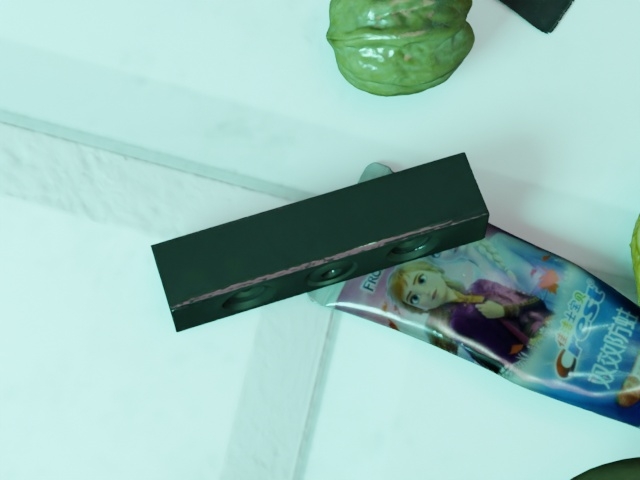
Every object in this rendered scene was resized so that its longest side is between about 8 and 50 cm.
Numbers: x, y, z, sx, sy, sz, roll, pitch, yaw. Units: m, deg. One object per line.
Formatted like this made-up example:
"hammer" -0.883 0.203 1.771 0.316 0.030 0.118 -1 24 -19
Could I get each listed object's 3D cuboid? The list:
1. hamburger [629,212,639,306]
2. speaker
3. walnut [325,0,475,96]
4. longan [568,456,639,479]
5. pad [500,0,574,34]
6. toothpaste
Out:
"hamburger" 0.285 0.026 0.967 0.213 0.108 0.214 10 47 -11
"speaker" 0.000 0.000 0.971 0.191 0.040 0.046 -17 68 -5
"walnut" 0.048 -0.129 1.004 0.092 0.092 0.092 2 77 -9
"longan" 0.206 0.216 0.893 0.196 0.196 0.220 -26 71 -14
"pad" 0.099 -0.229 1.071 0.193 0.004 0.116 35 74 -1
"toothpaste" 0.129 0.048 0.994 0.266 0.061 0.096 26 73 3
